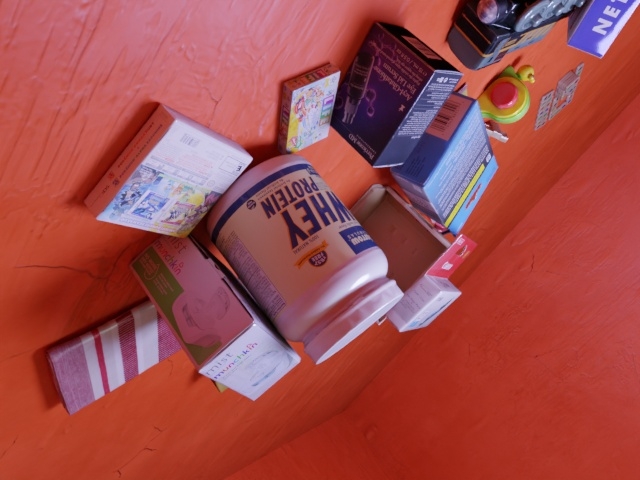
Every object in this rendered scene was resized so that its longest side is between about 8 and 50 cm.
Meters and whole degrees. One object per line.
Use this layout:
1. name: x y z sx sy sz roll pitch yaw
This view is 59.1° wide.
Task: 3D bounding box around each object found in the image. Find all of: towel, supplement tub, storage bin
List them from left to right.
1. towel: -0.387 0.209 1.166 0.329 0.037 0.237 -29 152 -34
2. supplement tub: -0.028 0.033 1.024 0.235 0.325 0.235 -36 167 -10
3. storage bin: 0.170 0.031 1.469 0.260 0.262 0.123 -49 158 14
4. towel: 0.332 -0.346 1.395 0.083 0.009 0.060 -42 158 -1

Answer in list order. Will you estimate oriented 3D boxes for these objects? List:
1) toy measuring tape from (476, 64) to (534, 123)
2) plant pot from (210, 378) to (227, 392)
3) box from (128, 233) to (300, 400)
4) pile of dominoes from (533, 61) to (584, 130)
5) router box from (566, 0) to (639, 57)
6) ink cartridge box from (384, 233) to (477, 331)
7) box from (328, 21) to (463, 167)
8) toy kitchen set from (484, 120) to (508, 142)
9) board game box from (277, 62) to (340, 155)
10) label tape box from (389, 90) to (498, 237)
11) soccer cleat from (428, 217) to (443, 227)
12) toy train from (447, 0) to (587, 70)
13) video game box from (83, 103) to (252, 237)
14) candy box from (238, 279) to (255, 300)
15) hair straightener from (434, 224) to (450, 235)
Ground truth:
1. toy measuring tape: 0.452 -0.322 1.501 0.330 0.121 0.121 -49 157 15
2. plant pot: -0.274 0.350 1.550 0.081 0.081 0.083 -36 145 -15
3. box: -0.185 0.131 1.022 0.126 0.262 0.231 -41 150 -4
4. pile of dominoes: 0.826 -0.478 1.940 0.196 0.040 0.251 -42 157 -2
5. router box: 0.635 -0.601 1.163 0.335 0.082 0.301 109 4 -50
6. ink cartridge box: 0.303 0.111 1.406 0.261 0.066 0.296 -47 160 12
7. box: 0.126 -0.259 1.022 0.108 0.153 0.207 -14 144 -49
8. toy kitchen set: 0.495 -0.306 1.669 0.068 0.083 0.075 -81 -164 -50
9. board game box: -0.023 -0.227 0.996 0.103 0.026 0.154 -31 155 -26
10. label tape box: 0.319 -0.180 1.413 0.241 0.105 0.333 -57 149 -5
11. soccer cleat: 0.396 -0.140 1.757 0.083 0.095 0.248 -29 154 -30
12. toy train: 0.409 -0.470 1.158 0.334 0.142 0.190 -30 167 -33
13. video game box: -0.225 -0.095 0.871 0.187 0.048 0.205 -49 157 10
14. candy box: -0.143 0.129 1.375 0.196 0.070 0.165 -45 158 5
15. hair straightener: 0.409 -0.010 2.072 0.230 0.047 0.089 -28 153 -32
